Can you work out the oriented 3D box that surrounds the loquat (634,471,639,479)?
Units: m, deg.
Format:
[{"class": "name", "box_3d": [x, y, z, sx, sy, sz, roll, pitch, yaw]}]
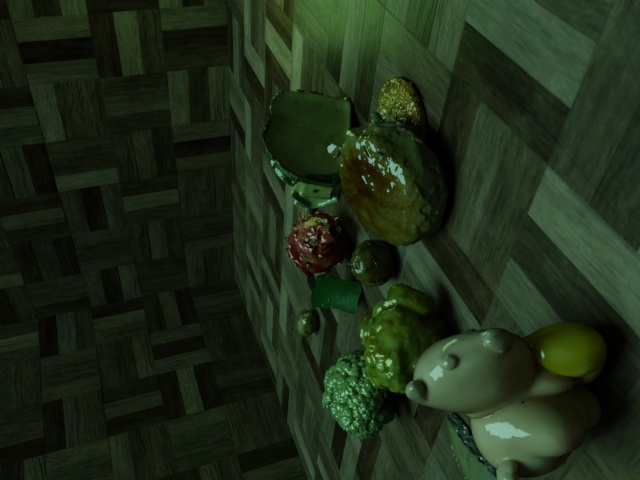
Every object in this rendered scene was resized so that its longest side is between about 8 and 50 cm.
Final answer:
[{"class": "loquat", "box_3d": [0.489, 0.349, 0.741, 0.213, 0.213, 0.213, 169, 90, -72]}]

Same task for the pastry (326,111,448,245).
[{"class": "pastry", "box_3d": [0.166, -0.135, 1.434, 0.329, 0.136, 0.330, 45, 152, 33]}]

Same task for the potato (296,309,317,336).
[{"class": "potato", "box_3d": [-0.059, 0.353, 2.601, 0.170, 0.079, 0.107, 113, 150, -56]}]

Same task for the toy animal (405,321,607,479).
[{"class": "toy animal", "box_3d": [0.335, 0.268, 0.983, 0.277, 0.345, 0.247, -26, 61, 38]}]

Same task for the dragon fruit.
[{"class": "dragon fruit", "box_3d": [0.000, 0.000, 2.009, 0.205, 0.210, 0.268, 52, 152, 2]}]

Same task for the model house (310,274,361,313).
[{"class": "model house", "box_3d": [0.061, 0.190, 2.053, 0.088, 0.166, 0.117, 53, -134, -67]}]

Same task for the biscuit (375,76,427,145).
[{"class": "biscuit", "box_3d": [0.194, -0.275, 1.509, 0.254, 0.035, 0.254, 168, 90, -73]}]

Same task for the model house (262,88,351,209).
[{"class": "model house", "box_3d": [-0.048, -0.252, 1.823, 0.266, 0.261, 0.321, 108, 168, -63]}]

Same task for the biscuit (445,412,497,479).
[{"class": "biscuit", "box_3d": [0.376, 0.549, 1.449, 0.290, 0.038, 0.141, -133, 35, -59]}]

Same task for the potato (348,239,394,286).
[{"class": "potato", "box_3d": [0.146, 0.064, 1.733, 0.176, 0.137, 0.137, -80, -18, -79]}]

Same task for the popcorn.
[{"class": "popcorn", "box_3d": [0.201, 0.254, 1.503, 0.234, 0.242, 0.250, 32, 156, 12]}]

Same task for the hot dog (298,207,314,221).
[{"class": "hot dog", "box_3d": [-0.052, -0.085, 2.340, 0.092, 0.062, 0.236, -128, 34, -54]}]

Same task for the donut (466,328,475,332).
[{"class": "donut", "box_3d": [0.341, 0.272, 1.362, 0.140, 0.059, 0.141, 166, 90, -75]}]

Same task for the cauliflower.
[{"class": "cauliflower", "box_3d": [0.139, 0.475, 1.891, 0.272, 0.275, 0.250, 8, 143, 54]}]
